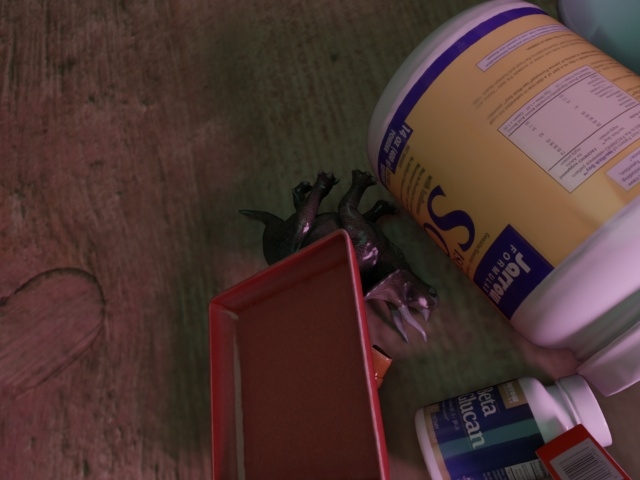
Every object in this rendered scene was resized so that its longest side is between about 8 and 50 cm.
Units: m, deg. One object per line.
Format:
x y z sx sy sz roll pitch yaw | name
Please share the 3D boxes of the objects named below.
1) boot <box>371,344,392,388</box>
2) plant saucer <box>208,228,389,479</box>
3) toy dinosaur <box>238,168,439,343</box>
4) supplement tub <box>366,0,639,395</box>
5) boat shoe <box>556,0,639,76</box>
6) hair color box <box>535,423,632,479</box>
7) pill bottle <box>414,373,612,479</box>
0.036 0.194 0.568 0.197 0.073 0.152 42 95 30 | boot
-0.033 0.152 0.548 0.258 0.048 0.259 -28 59 39 | plant saucer
0.000 0.000 0.627 0.314 0.121 0.160 15 72 21 | toy dinosaur
0.229 -0.048 0.488 0.241 0.241 0.331 -40 63 5 | supplement tub
0.431 -0.204 0.522 0.367 0.156 0.135 24 109 17 | boat shoe
0.259 0.250 0.415 0.053 0.093 0.167 -37 99 7 | hair color box
0.190 0.193 0.503 0.169 0.094 0.094 -22 66 12 | pill bottle
